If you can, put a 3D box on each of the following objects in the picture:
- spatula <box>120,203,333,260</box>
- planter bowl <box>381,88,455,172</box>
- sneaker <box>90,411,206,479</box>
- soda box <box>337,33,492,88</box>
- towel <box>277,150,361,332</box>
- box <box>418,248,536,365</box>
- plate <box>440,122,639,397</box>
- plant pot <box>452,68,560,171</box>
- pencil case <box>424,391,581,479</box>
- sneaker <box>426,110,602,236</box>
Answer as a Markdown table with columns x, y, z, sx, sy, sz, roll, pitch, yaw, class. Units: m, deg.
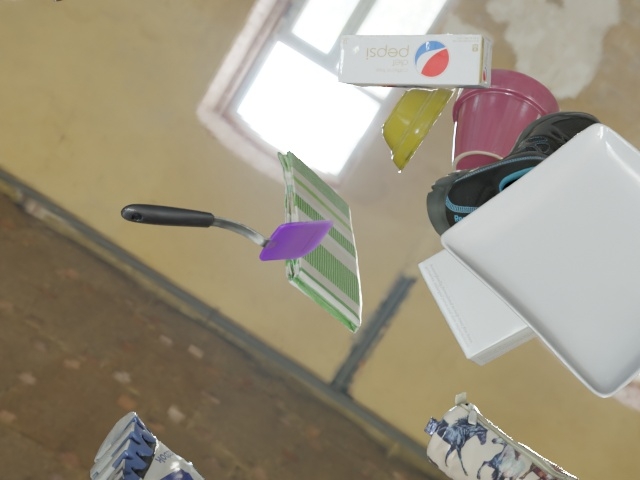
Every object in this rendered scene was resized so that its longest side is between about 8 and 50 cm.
| x | y | z | sx | sy | sz | roll | pitch | yaw | class |
| --- | --- | --- | --- | --- | --- | --- | --- | --- | --- |
| -0.123 | -0.016 | 1.412 | 0.296 | 0.084 | 0.030 | 11 | -135 | -27 | spatula |
| 0.193 | -0.258 | 2.287 | 0.090 | 0.217 | 0.217 | 33 | -166 | 1 | planter bowl |
| -0.206 | 0.371 | 1.380 | 0.182 | 0.127 | 0.315 | 33 | -155 | -19 | sneaker |
| 0.137 | -0.261 | 1.551 | 0.216 | 0.073 | 0.069 | 4 | -176 | 22 | soda box |
| 0.000 | 0.000 | 2.099 | 0.248 | 0.038 | 0.324 | 41 | -148 | -43 | towel |
| 0.284 | 0.079 | 1.717 | 0.181 | 0.182 | 0.119 | 64 | -169 | 20 | box |
| 0.332 | 0.019 | 1.269 | 0.277 | 0.278 | 0.045 | 46 | 162 | 28 | plate |
| 0.333 | -0.189 | 2.001 | 0.201 | 0.201 | 0.180 | 30 | -122 | -10 | plant pot |
| 0.417 | 0.508 | 2.331 | 0.160 | 0.183 | 0.410 | -19 | -145 | -37 | pencil case |
| 0.321 | -0.089 | 1.564 | 0.140 | 0.341 | 0.125 | 8 | 124 | 56 | sneaker |
